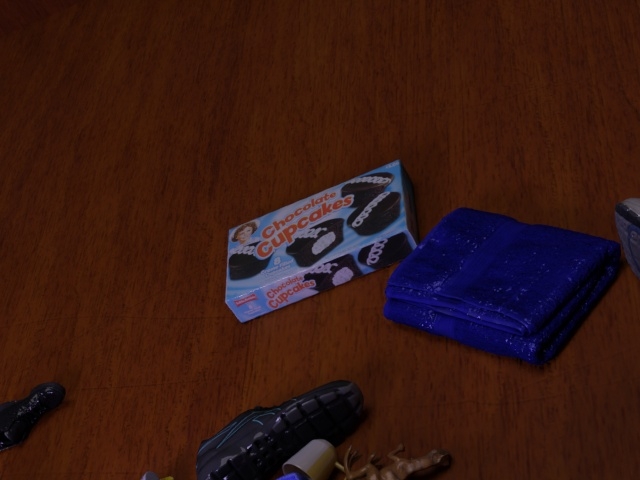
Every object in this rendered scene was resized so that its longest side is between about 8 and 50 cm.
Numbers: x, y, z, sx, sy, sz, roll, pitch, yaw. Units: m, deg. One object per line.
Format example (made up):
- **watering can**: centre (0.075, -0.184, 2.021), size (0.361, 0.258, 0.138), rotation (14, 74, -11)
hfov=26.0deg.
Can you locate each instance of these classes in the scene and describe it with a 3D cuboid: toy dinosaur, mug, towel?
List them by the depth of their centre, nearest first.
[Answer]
- **toy dinosaur**: centre (0.070, 0.321, 1.803), size (0.211, 0.064, 0.112), rotation (-39, 36, -8)
- **mug**: centre (-0.003, 0.310, 1.892), size (0.064, 0.078, 0.062), rotation (-46, 3, -32)
- **towel**: centre (0.250, 0.050, 1.977), size (0.308, 0.076, 0.228), rotation (16, 58, 47)

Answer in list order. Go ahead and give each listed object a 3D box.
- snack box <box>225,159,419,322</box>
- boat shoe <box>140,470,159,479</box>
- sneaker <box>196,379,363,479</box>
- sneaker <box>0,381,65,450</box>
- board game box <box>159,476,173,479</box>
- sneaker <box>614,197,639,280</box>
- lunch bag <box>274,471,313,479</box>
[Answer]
- **snack box**: centre (0.000, 0.000, 2.249), size (0.322, 0.060, 0.187), rotation (-22, 36, 15)
- **boat shoe**: centre (-0.249, 0.374, 1.966), size (0.035, 0.035, 0.100), rotation (-46, 31, 29)
- **sneaker**: centre (-0.066, 0.262, 1.951), size (0.267, 0.101, 0.106), rotation (-30, 32, 4)
- **sneaker**: centre (-0.496, 0.301, 2.289), size (0.170, 0.051, 0.089), rotation (-24, 36, 21)
- **board game box**: centre (-0.268, 0.450, 1.939), size (0.124, 0.039, 0.259), rotation (-18, 40, 19)
- **sneaker**: centre (0.504, 0.014, 1.821), size (0.129, 0.111, 0.297), rotation (-27, 36, -20)
- **lunch bag**: centre (0.021, 0.474, 1.367), size (0.239, 0.327, 0.386), rotation (-33, 48, 33)
